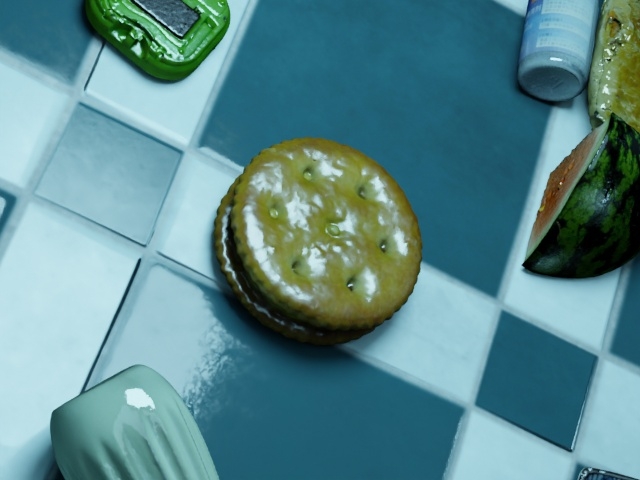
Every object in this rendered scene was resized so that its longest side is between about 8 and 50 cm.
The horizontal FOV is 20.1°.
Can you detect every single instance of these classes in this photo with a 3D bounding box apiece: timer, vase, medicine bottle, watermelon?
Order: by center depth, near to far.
[{"bbox_3d":[-0.143,0.239,1.632,0.128,0.128,0.248,-30,91,-32],"label":"vase"},{"bbox_3d":[-0.168,-0.241,1.885,0.140,0.047,0.128,39,58,-3],"label":"timer"},{"bbox_3d":[0.319,-0.031,1.971,0.145,0.193,0.137,29,14,-12],"label":"watermelon"},{"bbox_3d":[0.278,-0.262,2.072,0.083,0.083,0.203,22,60,-13],"label":"medicine bottle"}]

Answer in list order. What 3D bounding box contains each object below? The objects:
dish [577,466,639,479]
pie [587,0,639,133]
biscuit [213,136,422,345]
[{"bbox_3d":[0.316,0.366,1.791,0.182,0.080,0.243,16,64,-4],"label":"dish"},{"bbox_3d":[0.365,-0.219,2.098,0.128,0.068,0.282,32,56,-25],"label":"pie"},{"bbox_3d":[0.000,0.000,1.838,0.220,0.066,0.220,12,61,-22],"label":"biscuit"}]
